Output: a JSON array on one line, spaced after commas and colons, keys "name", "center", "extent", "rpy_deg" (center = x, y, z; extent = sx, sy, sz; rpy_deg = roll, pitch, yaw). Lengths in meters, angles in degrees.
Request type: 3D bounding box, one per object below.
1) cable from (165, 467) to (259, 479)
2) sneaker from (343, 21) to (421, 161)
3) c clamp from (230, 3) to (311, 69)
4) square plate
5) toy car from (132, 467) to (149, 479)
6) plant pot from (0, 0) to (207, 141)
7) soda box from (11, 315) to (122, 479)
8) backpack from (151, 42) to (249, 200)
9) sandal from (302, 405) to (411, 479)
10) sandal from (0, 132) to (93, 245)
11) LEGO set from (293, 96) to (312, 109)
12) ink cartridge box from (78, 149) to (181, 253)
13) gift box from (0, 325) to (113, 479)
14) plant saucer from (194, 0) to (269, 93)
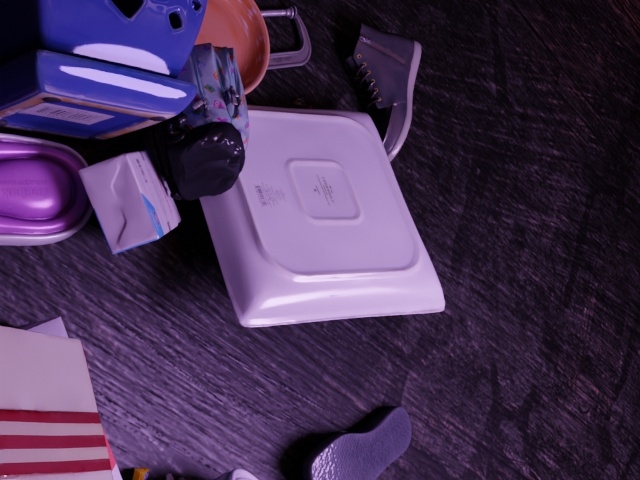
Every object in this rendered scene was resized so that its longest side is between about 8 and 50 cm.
[{"name": "cable", "center": [-0.066, 0.392, 1.112], "extent": [0.089, 0.257, 0.257], "rpy_deg": [-36, 121, 3]}, {"name": "sneaker", "center": [0.084, -0.238, 1.544], "extent": [0.118, 0.083, 0.221], "rpy_deg": [16, 74, -22]}, {"name": "c clamp", "center": [-0.076, -0.324, 1.431], "extent": [0.161, 0.022, 0.137], "rpy_deg": [-9, 86, -45]}, {"name": "square plate", "center": [-0.004, -0.054, 1.302], "extent": [0.344, 0.049, 0.347], "rpy_deg": [-1, 60, -36]}, {"name": "toy car", "center": [-0.187, 0.327, 1.125], "extent": [0.040, 0.060, 0.122], "rpy_deg": [8, 78, -77]}, {"name": "plant pot", "center": [-0.276, -0.235, 1.064], "extent": [0.236, 0.236, 0.212], "rpy_deg": [6, 81, -45]}, {"name": "soda box", "center": [-0.288, 0.232, 1.017], "extent": [0.091, 0.098, 0.286], "rpy_deg": [-24, 96, -46]}, {"name": "backpack", "center": [-0.148, -0.159, 1.188], "extent": [0.115, 0.152, 0.181], "rpy_deg": [-3, 62, -18]}, {"name": "sandal", "center": [0.050, 0.311, 1.376], "extent": [0.255, 0.055, 0.097], "rpy_deg": [-11, 94, -56]}, {"name": "sandal", "center": [-0.406, -0.059, 0.970], "extent": [0.416, 0.102, 0.169], "rpy_deg": [-13, 88, -46]}, {"name": "LEGO set", "center": [-0.018, -0.179, 1.456], "extent": [0.054, 0.023, 0.083], "rpy_deg": [1, 66, -47]}, {"name": "ink cartridge box", "center": [-0.224, -0.050, 1.144], "extent": [0.180, 0.060, 0.104], "rpy_deg": [-90, 159, -84]}, {"name": "gift box", "center": [-0.321, 0.219, 0.789], "extent": [0.276, 0.255, 0.258], "rpy_deg": [68, 12, 19]}, {"name": "plant saucer", "center": [-0.161, -0.285, 1.312], "extent": [0.200, 0.037, 0.199], "rpy_deg": [12, 70, -36]}]
